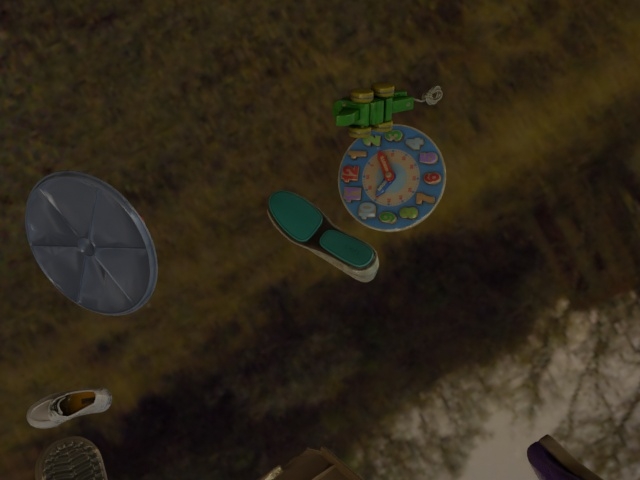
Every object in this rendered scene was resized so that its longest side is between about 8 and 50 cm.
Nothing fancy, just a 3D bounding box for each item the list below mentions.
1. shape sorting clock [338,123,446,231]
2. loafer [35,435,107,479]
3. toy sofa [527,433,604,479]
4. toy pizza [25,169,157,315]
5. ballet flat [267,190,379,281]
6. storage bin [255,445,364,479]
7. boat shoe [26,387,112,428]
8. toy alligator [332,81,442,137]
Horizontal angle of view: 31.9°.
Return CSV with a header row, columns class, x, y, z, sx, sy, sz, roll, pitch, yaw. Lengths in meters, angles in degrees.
class,x,y,z,sx,sy,sz,roll,pitch,yaw
shape sorting clock,0.132,-0.118,2.092,0.206,0.206,0.040,-29,162,12
loafer,-0.284,0.357,1.331,0.102,0.268,0.092,-6,-175,-21
toy sofa,0.249,0.328,1.013,0.150,0.177,0.362,-34,-166,-7
toy pizza,-0.283,0.002,1.399,0.201,0.201,0.032,-33,-173,39
ballet flat,0.000,0.000,1.377,0.057,0.168,0.052,-46,156,-17
storage bin,0.046,0.380,1.199,0.123,0.262,0.260,-34,-163,-13
boat shoe,-0.272,0.176,1.185,0.100,0.035,0.035,-13,163,17
toy alligator,0.072,-0.169,1.385,0.051,0.056,0.189,22,-149,39
